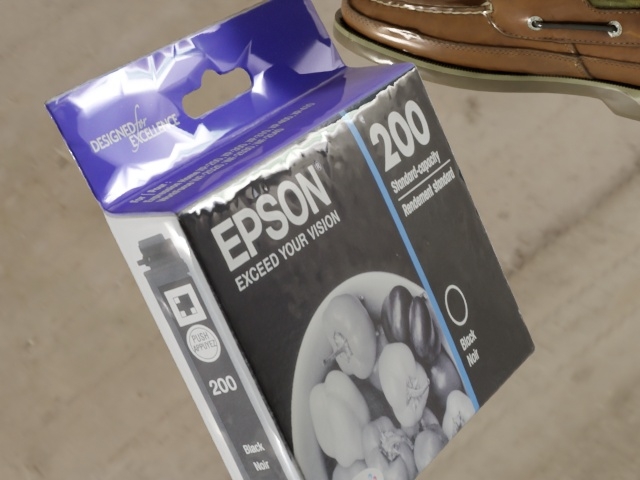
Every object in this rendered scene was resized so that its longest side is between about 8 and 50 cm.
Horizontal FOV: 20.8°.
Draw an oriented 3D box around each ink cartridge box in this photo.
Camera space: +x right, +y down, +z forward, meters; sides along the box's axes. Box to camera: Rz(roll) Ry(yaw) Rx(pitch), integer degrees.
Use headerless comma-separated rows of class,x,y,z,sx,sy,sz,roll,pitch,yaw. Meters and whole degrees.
ink cartridge box,0.000,0.000,0.742,0.206,0.045,0.208,-37,-77,-54

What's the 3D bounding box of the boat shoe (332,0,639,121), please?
boat shoe,0.161,-0.157,1.174,0.307,0.110,0.104,11,-59,12
